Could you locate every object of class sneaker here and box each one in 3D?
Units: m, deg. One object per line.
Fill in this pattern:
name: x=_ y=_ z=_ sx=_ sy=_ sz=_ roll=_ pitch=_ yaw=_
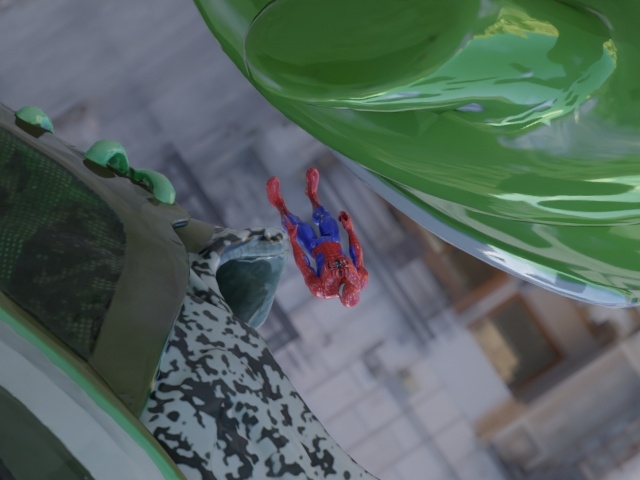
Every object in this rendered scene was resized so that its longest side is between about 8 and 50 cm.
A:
sneaker: x=-0.106 y=0.016 z=0.666 sx=0.182 sy=0.410 sz=0.158 roll=-12 pitch=143 yaw=-38

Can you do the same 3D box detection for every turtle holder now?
turtle holder: x=0.116 y=-0.089 z=0.451 sx=0.227 sy=0.320 sz=0.243 roll=36 pitch=80 yaw=-54

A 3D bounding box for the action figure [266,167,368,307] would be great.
action figure: x=0.000 y=0.000 z=1.044 sx=0.038 sy=0.115 sz=0.030 roll=-10 pitch=130 yaw=-15
